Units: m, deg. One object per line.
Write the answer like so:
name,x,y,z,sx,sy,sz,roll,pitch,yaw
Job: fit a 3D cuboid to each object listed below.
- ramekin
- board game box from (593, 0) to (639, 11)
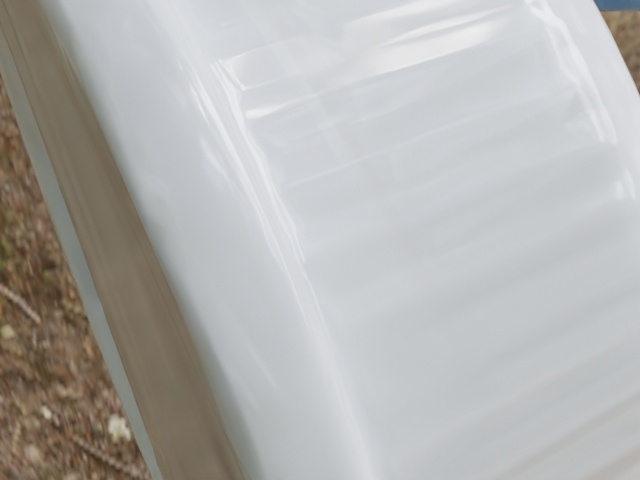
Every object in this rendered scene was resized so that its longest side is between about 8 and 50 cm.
ramekin,0.000,0.000,0.483,0.127,0.273,0.273,-22,73,-13
board game box,0.030,-0.241,0.675,0.302,0.086,0.308,-4,68,-22
